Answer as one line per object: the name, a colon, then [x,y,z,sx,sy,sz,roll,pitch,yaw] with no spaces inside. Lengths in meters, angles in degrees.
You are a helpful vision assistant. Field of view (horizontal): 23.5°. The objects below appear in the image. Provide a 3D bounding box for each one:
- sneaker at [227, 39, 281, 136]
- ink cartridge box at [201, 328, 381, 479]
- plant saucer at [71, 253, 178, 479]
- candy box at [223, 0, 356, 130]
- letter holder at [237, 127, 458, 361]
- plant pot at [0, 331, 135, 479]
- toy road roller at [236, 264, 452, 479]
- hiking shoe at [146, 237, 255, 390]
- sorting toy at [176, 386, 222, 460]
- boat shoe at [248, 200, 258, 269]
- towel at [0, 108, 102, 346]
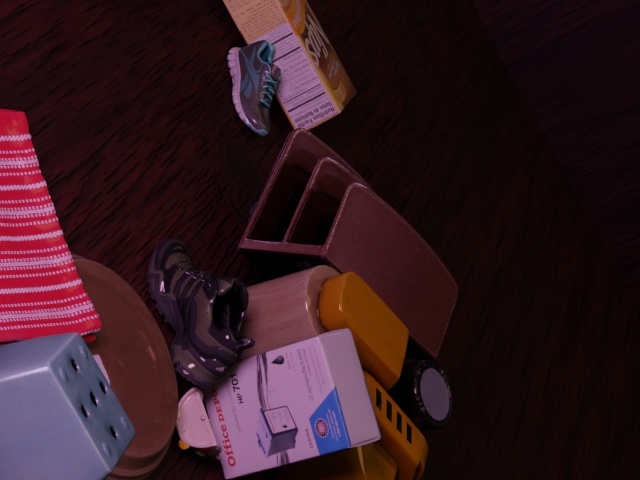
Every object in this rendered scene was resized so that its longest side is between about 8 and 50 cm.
sneaker: [-0.093,-0.239,2.349,0.065,0.076,0.166,28,43,-53]
ink cartridge box: [-0.039,0.200,1.863,0.082,0.191,0.139,-6,78,-59]
plant saucer: [-0.243,0.136,1.714,0.278,0.041,0.278,46,30,-37]
candy box: [-0.063,-0.341,2.480,0.316,0.087,0.183,60,17,-9]
letter holder: [0.062,0.000,2.124,0.302,0.152,0.214,43,61,-43]
plant pot: [-0.288,0.183,1.289,0.165,0.234,0.166,61,11,-8]
toy road roller: [0.010,0.216,1.976,0.329,0.202,0.240,50,39,-31]
hiking shoe: [-0.137,0.073,1.879,0.086,0.114,0.227,37,23,-47]
sorting toy: [-0.140,0.230,1.836,0.075,0.045,0.083,54,11,-55]
boat shoe: [0.000,0.000,2.262,0.302,0.114,0.091,17,58,-61]
towel: [-0.336,-0.019,1.605,0.199,0.031,0.275,2,63,-58]
